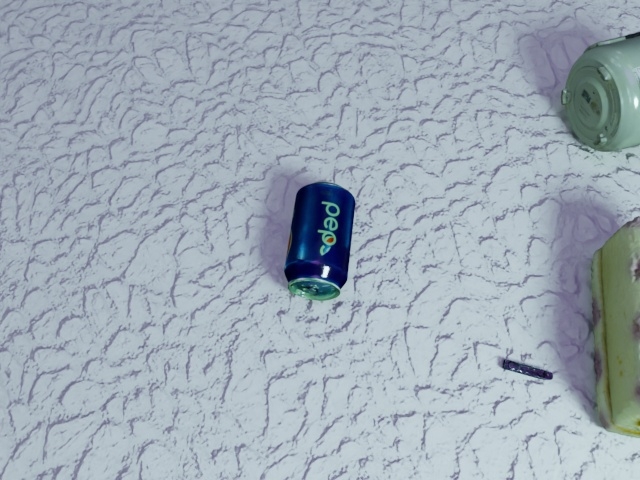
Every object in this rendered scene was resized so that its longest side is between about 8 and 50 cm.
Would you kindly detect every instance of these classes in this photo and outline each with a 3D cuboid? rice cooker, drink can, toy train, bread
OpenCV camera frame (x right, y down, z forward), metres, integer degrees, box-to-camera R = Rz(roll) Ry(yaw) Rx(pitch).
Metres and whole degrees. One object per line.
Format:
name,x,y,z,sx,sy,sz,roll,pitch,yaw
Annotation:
rice cooker,0.637,-0.302,1.112,0.244,0.226,0.226,-12,64,-6
drink can,0.000,0.000,1.020,0.118,0.118,0.204,5,63,3
toy train,0.358,0.225,0.961,0.083,0.017,0.017,15,67,8
bread,0.550,0.139,0.913,0.155,0.187,0.338,9,62,4
